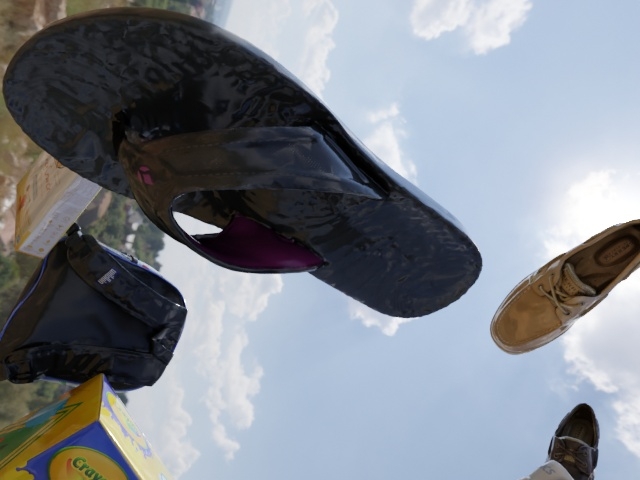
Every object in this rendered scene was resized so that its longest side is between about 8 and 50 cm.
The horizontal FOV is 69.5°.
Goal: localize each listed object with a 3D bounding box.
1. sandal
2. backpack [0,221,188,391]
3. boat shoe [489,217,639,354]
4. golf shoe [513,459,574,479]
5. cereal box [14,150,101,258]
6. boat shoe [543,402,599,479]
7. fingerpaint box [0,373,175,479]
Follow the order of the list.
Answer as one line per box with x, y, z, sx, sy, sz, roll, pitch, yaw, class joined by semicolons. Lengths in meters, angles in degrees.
-0.022;-0.031;0.386;0.167;0.446;0.107;-50;-152;29;sandal
-0.386;0.140;0.823;0.276;0.264;0.213;-63;-158;-8;backpack
0.449;0.081;0.845;0.341;0.110;0.121;-45;-117;11;boat shoe
0.112;0.168;0.274;0.069;0.176;0.085;123;-14;-76;golf shoe
-0.377;-0.112;0.698;0.240;0.047;0.173;-45;-132;14;cereal box
0.541;0.461;0.993;0.103;0.285;0.092;8;-63;38;boat shoe
-0.387;0.497;0.688;0.163;0.371;0.444;21;-43;65;fingerpaint box
